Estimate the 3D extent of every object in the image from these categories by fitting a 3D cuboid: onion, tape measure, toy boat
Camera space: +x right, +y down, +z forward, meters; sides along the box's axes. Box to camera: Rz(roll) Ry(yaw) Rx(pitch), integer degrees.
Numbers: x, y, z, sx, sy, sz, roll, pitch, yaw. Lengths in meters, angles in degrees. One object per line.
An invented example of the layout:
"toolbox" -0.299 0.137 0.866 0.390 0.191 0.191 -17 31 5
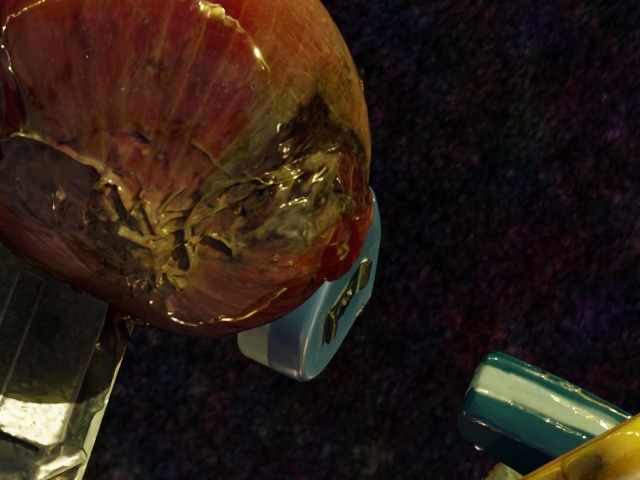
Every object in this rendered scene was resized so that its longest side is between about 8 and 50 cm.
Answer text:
"onion" -0.126 -0.076 1.020 0.354 0.353 0.353 14 125 20
"tape measure" 0.000 0.000 1.331 0.098 0.215 0.351 22 143 16
"toy boat" 0.242 0.185 0.965 0.299 0.061 0.096 28 155 11

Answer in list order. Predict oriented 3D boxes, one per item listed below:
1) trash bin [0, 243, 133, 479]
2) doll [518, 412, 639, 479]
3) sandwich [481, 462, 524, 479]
"trash bin" -0.389 0.118 1.235 0.296 0.255 0.368 27 153 -25
"doll" 0.189 0.230 0.548 0.177 0.141 0.314 -41 73 37
"sandwich" 0.227 0.344 1.046 0.262 0.325 0.131 40 98 -12
